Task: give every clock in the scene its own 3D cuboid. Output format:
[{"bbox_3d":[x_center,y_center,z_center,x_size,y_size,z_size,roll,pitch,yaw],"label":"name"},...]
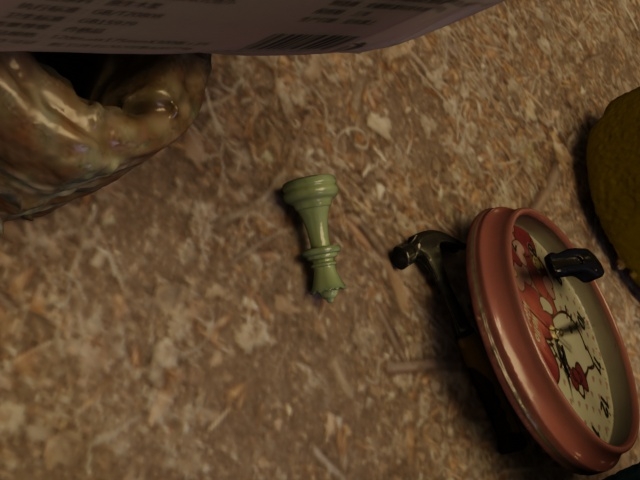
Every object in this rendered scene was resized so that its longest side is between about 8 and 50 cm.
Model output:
[{"bbox_3d":[0.198,0.081,0.843,0.244,0.056,0.244,38,37,-36],"label":"clock"}]

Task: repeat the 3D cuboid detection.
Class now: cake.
[{"bbox_3d":[0.392,-0.040,1.029,0.260,0.156,0.179,45,42,-18],"label":"cake"}]

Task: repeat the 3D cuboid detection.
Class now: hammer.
[{"bbox_3d":[0.125,0.083,0.817,0.078,0.021,0.201,-26,92,-45],"label":"hammer"}]

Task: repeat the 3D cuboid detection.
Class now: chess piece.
[{"bbox_3d":[0.000,0.000,0.723,0.042,0.042,0.093,-7,84,-44],"label":"chess piece"}]

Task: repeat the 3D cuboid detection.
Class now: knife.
[{"bbox_3d":[0.218,0.023,0.850,0.121,0.018,0.031,-2,67,-56],"label":"knife"}]

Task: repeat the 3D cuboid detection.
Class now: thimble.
[{"bbox_3d":[-0.172,-0.133,0.545,0.196,0.148,0.229,-33,99,-47],"label":"thimble"}]

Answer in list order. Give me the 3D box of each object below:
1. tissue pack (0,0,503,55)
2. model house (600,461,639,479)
[{"bbox_3d":[-0.016,-0.202,0.429,0.356,0.266,0.194,-11,86,-50],"label":"tissue pack"},{"bbox_3d":[0.268,0.255,0.730,0.324,0.267,0.194,-3,62,-31],"label":"model house"}]
